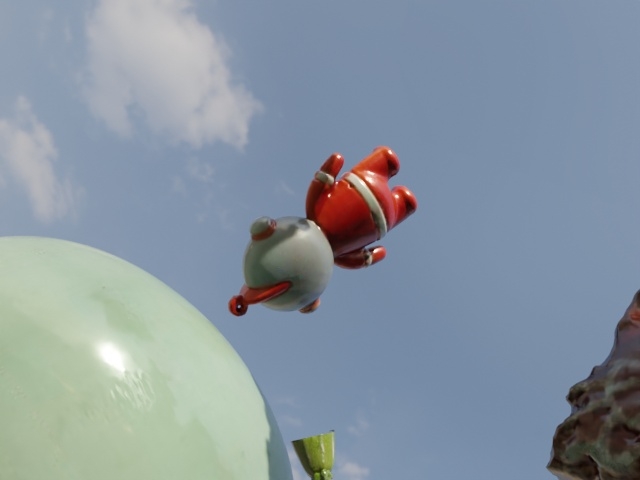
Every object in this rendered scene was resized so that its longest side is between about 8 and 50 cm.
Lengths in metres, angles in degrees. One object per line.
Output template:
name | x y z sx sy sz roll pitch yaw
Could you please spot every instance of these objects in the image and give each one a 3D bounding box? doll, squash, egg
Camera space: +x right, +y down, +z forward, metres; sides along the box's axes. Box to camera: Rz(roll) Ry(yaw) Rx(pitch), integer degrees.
doll | 0.000 0.000 0.656 0.076 0.245 0.142 25 -30 59
squash | -0.002 0.497 1.359 0.105 0.105 0.132 -28 -112 32
egg | -0.171 0.174 0.461 0.276 0.276 0.388 -28 -83 32

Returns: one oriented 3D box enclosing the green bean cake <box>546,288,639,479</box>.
green bean cake | 0.258 0.054 0.340 0.097 0.232 0.199 37 -23 -22
